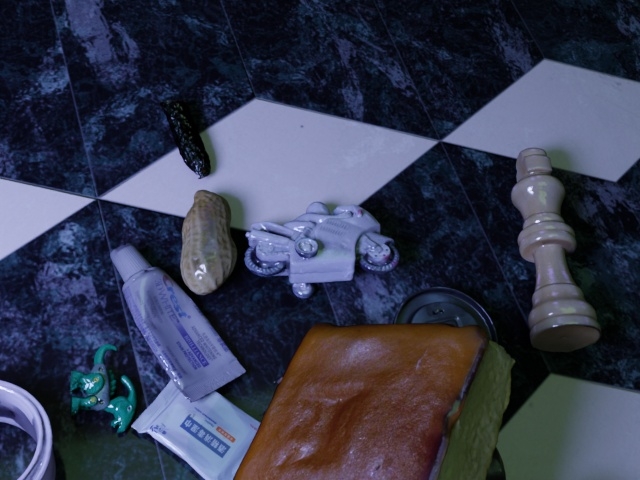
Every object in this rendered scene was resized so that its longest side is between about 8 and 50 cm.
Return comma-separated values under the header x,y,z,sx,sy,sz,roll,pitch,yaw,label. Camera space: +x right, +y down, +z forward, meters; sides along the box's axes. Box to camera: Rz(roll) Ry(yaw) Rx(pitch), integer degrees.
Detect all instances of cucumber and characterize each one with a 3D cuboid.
x,y,z,sx,sy,sz,roll,pitch,yaw,label
-0.240,-0.185,1.421,0.053,0.053,0.181,-17,68,-21,cucumber

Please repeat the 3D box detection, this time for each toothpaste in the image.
x,y,z,sx,sy,sz,roll,pitch,yaw,label
-0.239,0.120,1.232,0.099,0.068,0.282,-36,72,-13,toothpaste

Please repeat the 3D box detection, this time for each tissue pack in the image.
x,y,z,sx,sy,sz,roll,pitch,yaw,label
-0.167,0.286,1.177,0.193,0.026,0.122,34,60,8,tissue pack

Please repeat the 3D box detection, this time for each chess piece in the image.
x,y,z,sx,sy,sz,roll,pitch,yaw,label
0.412,0.000,1.429,0.117,0.117,0.397,6,58,-10,chess piece

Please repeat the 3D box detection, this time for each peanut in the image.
x,y,z,sx,sy,sz,roll,pitch,yaw,label
-0.183,0.000,1.305,0.093,0.083,0.194,7,59,-9,peanut

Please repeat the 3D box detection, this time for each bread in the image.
x,y,z,sx,sy,sz,roll,pitch,yaw,label
0.066,0.266,1.081,0.143,0.333,0.323,51,49,-33,bread

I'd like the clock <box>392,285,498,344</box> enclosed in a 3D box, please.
x,y,z,sx,sy,sz,roll,pitch,yaw,label
0.205,0.168,1.323,0.185,0.040,0.184,6,60,-10,clock

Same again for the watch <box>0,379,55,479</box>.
x,y,z,sx,sy,sz,roll,pitch,yaw,label
-0.478,0.283,1.022,0.244,0.196,0.231,25,51,6,watch

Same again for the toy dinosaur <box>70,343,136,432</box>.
x,y,z,sx,sy,sz,roll,pitch,yaw,label
-0.322,0.218,1.170,0.096,0.059,0.132,4,68,-20,toy dinosaur

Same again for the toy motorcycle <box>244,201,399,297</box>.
x,y,z,sx,sy,sz,roll,pitch,yaw,label
0.000,0.000,1.345,0.260,0.110,0.171,-1,45,-5,toy motorcycle

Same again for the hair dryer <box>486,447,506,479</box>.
x,y,z,sx,sy,sz,roll,pitch,yaw,label
0.184,0.467,1.120,0.189,0.107,0.352,-3,67,-12,hair dryer
